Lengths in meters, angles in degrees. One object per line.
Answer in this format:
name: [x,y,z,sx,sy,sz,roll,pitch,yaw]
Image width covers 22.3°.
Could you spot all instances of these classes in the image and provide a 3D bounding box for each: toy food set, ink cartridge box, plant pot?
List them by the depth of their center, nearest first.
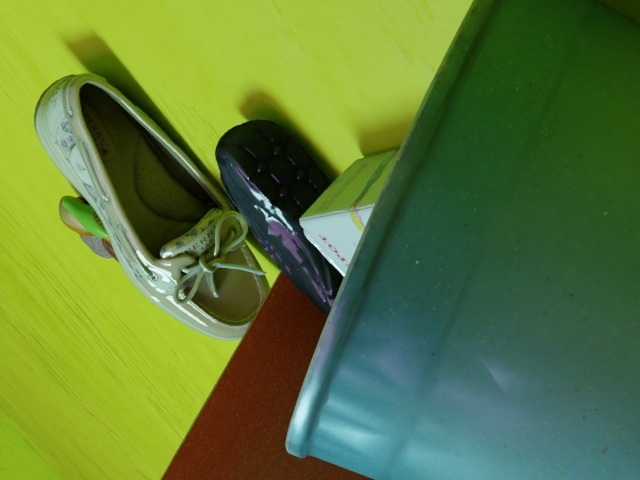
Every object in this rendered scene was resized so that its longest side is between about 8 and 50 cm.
plant pot: [0.154,0.032,0.798,0.255,0.271,0.271,24,158,5]
ink cartridge box: [0.080,0.001,1.106,0.127,0.072,0.175,47,159,-15]
plant pot: [0.045,0.202,1.355,0.236,0.267,0.267,21,154,18]
toy food set: [-0.222,0.001,1.713,0.132,0.038,0.192,37,160,12]

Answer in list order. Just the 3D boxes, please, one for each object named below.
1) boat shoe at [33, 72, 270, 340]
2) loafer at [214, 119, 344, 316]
boat shoe: [-0.139,-0.024,1.415,0.285,0.104,0.089,48,162,-15]
loafer: [0.000,0.000,1.261,0.223,0.076,0.078,51,164,-10]
